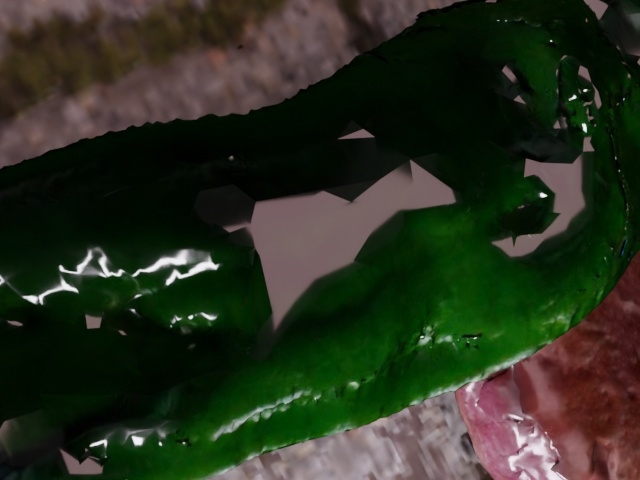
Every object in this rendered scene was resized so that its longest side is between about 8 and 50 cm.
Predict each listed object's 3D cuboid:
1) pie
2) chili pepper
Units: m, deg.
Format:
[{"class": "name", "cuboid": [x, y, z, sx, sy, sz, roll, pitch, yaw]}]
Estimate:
[{"class": "pie", "cuboid": [0.099, 0.022, 0.525, 0.154, 0.038, 0.153, 7, 78, -32]}, {"class": "chili pepper", "cuboid": [0.001, 0.000, 0.433, 0.224, 0.061, 0.098, -26, 95, -24]}]
